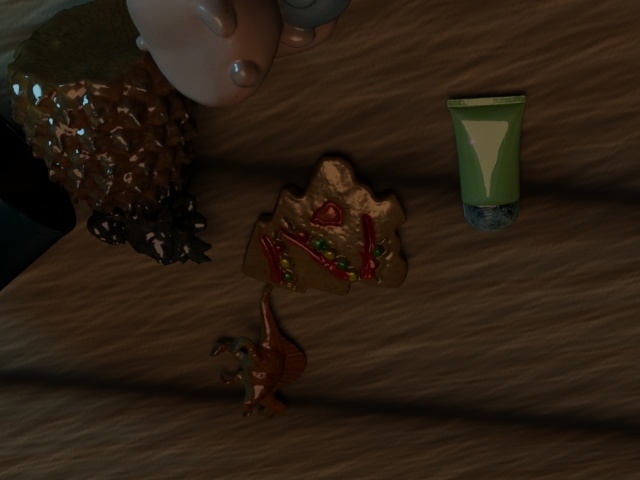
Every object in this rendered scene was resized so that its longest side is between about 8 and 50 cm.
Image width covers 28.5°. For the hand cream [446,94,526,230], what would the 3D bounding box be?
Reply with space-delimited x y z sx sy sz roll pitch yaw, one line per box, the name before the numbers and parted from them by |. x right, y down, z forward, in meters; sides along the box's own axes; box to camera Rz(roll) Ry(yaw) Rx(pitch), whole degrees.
hand cream | 0.208 -0.095 1.551 0.095 0.046 0.175 -2 115 9

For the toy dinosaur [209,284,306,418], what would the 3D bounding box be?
toy dinosaur | -0.070 0.168 1.746 0.142 0.057 0.212 26 124 -23

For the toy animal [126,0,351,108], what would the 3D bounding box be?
toy animal | -0.097 -0.257 1.356 0.221 0.229 0.210 -37 125 -15

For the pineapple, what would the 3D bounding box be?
pineapple | -0.231 -0.095 1.517 0.223 0.223 0.357 -6 132 11

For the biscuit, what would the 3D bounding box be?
biscuit | 0.000 0.000 1.638 0.239 0.041 0.212 -23 119 19

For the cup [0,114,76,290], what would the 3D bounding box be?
cup | -0.502 -0.027 1.499 0.292 0.242 0.308 -42 118 10
